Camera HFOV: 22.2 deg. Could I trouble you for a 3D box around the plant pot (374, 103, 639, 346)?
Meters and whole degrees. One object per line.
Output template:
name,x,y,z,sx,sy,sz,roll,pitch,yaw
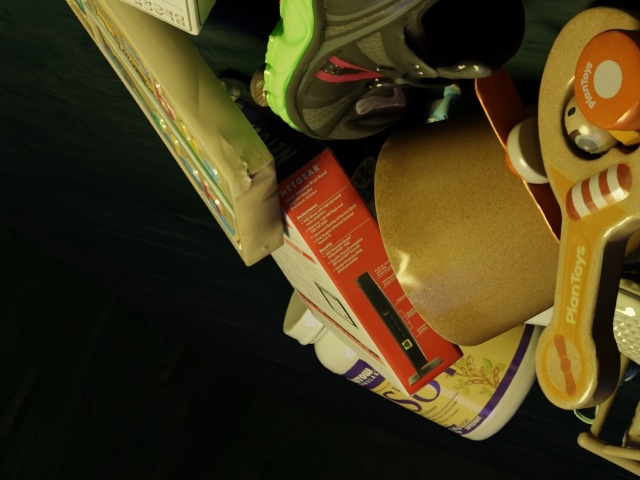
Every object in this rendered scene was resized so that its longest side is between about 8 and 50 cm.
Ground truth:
plant pot,0.224,-0.043,1.624,0.254,0.237,0.237,-22,140,31

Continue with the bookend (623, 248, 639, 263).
bookend,0.323,-0.046,1.754,0.157,0.072,0.156,30,165,-17

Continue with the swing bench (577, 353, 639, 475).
swing bench,0.493,0.196,1.990,0.254,0.253,0.165,33,165,-27

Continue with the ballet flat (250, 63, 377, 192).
ballet flat,0.003,-0.131,1.991,0.058,0.084,0.250,21,162,44

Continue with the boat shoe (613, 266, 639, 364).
boat shoe,0.501,0.099,1.629,0.500,0.156,0.187,15,168,-8

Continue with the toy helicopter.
toy helicopter,0.230,-0.029,1.438,0.140,0.355,0.235,0,-169,-37

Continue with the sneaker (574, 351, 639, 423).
sneaker,0.404,0.200,2.386,0.094,0.151,0.256,18,166,21

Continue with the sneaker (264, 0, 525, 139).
sneaker,0.071,-0.184,1.438,0.202,0.185,0.483,28,168,5

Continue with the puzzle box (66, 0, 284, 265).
puzzle box,-0.172,-0.181,1.701,0.409,0.052,0.272,55,170,16

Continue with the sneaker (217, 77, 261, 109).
sneaker,-0.143,-0.163,2.119,0.086,0.085,0.237,23,172,-25

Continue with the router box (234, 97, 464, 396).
router box,0.000,0.000,1.903,0.301,0.082,0.335,56,172,-23

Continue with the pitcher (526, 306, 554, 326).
pitcher,0.260,0.037,2.025,0.207,0.125,0.178,36,171,46

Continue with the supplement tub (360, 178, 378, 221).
supplement tub,0.001,-0.055,2.197,0.190,0.117,0.117,18,165,24

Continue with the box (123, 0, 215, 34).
box,-0.111,-0.304,1.330,0.087,0.169,0.290,24,167,5

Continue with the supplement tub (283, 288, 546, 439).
supplement tub,0.139,0.115,2.334,0.331,0.241,0.241,27,167,-9

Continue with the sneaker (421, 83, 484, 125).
sneaker,0.145,-0.121,1.778,0.063,0.073,0.162,26,166,-4
